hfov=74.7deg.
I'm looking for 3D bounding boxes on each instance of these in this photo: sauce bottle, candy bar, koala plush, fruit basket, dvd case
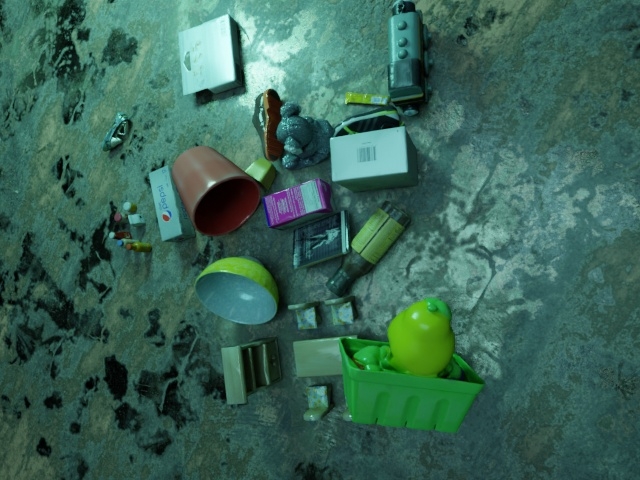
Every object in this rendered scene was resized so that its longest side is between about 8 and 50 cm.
[{"bbox_3d":[0.144,0.032,1.352,0.111,0.111,0.344,43,101,18],"label":"sauce bottle"},{"bbox_3d":[0.159,-0.481,1.431,0.162,0.018,0.040,12,94,21],"label":"candy bar"},{"bbox_3d":[-0.068,-0.355,1.400,0.204,0.221,0.196,-3,85,20],"label":"koala plush"},{"bbox_3d":[0.244,0.311,1.142,0.392,0.283,0.391,0,96,-4],"label":"fruit basket"},{"bbox_3d":[0.000,0.000,1.406,0.221,0.018,0.164,-20,51,27],"label":"dvd case"}]

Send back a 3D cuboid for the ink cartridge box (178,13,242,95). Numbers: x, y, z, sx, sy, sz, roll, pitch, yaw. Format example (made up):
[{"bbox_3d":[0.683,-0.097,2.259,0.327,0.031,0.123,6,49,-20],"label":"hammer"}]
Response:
[{"bbox_3d":[-0.436,-0.716,1.652,0.239,0.060,0.275,-8,84,21],"label":"ink cartridge box"}]

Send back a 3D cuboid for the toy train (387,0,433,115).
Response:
[{"bbox_3d":[0.272,-0.567,1.302,0.142,0.190,0.333,-1,86,20],"label":"toy train"}]

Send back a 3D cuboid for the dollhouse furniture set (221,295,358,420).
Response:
[{"bbox_3d":[-0.071,0.386,1.331,0.394,0.256,0.361,-11,83,20],"label":"dollhouse furniture set"}]

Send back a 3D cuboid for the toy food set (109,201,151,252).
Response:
[{"bbox_3d":[-0.793,-0.048,1.716,0.111,0.104,0.232,-25,78,18],"label":"toy food set"}]

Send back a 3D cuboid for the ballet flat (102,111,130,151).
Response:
[{"bbox_3d":[-0.874,-0.457,1.801,0.070,0.070,0.188,33,101,20],"label":"ballet flat"}]

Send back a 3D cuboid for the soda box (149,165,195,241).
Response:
[{"bbox_3d":[-0.584,-0.141,1.650,0.098,0.091,0.286,-18,80,17],"label":"soda box"}]

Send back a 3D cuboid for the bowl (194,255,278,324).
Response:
[{"bbox_3d":[-0.271,0.146,1.460,0.290,0.289,0.156,-5,43,20],"label":"bowl"}]

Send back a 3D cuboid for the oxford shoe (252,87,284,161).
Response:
[{"bbox_3d":[-0.195,-0.411,1.533,0.098,0.097,0.271,-10,76,37],"label":"oxford shoe"}]

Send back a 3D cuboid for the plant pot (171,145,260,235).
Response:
[{"bbox_3d":[-0.392,-0.191,1.505,0.275,0.275,0.243,-48,63,11],"label":"plant pot"}]

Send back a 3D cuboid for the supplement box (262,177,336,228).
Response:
[{"bbox_3d":[-0.072,-0.121,1.444,0.220,0.111,0.113,-15,80,18],"label":"supplement box"}]

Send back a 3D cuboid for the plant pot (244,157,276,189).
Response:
[{"bbox_3d":[-0.209,-0.250,1.525,0.082,0.081,0.083,33,85,20],"label":"plant pot"}]

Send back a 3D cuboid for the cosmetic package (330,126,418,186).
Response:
[{"bbox_3d":[0.173,-0.239,1.298,0.224,0.225,0.138,-4,87,21],"label":"cosmetic package"}]

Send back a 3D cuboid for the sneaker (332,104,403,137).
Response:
[{"bbox_3d":[0.155,-0.366,1.381,0.235,0.084,0.097,-17,89,10],"label":"sneaker"}]
